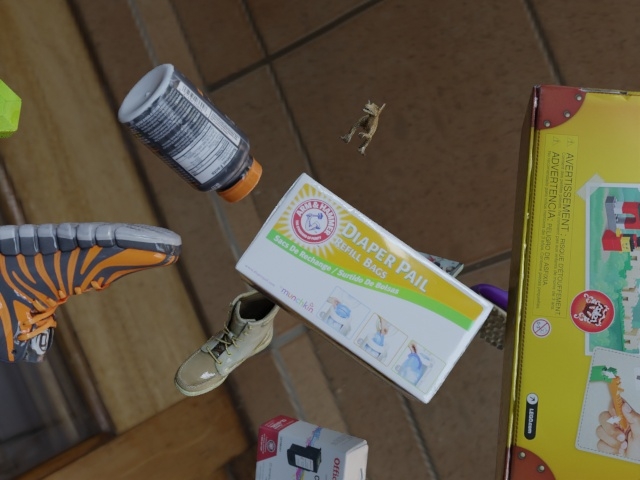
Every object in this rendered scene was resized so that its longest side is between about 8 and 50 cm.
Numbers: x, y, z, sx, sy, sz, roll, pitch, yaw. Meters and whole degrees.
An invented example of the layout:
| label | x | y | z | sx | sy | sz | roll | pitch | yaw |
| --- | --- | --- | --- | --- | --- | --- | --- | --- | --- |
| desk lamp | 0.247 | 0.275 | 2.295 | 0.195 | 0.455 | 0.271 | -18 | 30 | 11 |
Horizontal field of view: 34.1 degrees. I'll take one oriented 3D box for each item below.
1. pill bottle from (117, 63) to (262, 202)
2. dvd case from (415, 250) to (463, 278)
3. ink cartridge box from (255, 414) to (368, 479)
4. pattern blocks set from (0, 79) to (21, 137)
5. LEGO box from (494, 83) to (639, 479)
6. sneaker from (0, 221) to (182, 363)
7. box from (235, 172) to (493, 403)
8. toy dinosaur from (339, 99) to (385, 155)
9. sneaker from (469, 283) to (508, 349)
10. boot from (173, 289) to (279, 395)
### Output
| label | x | y | z | sx | sy | sz | roll | pitch | yaw |
| --- | --- | --- | --- | --- | --- | --- | --- | --- | --- |
| pill bottle | -0.208 | -0.169 | 1.745 | 0.130 | 0.130 | 0.246 | -26 | 126 | 32 |
| dvd case | 0.182 | 0.047 | 1.843 | 0.119 | 0.087 | 0.013 | 17 | 118 | 23 |
| ink cartridge box | -0.017 | 0.382 | 1.759 | 0.175 | 0.072 | 0.127 | 11 | 102 | 30 |
| pattern blocks set | -0.458 | -0.184 | 1.120 | 0.026 | 0.285 | 0.325 | -35 | 39 | 38 |
| LEGO box | 0.418 | 0.083 | 1.266 | 0.372 | 0.193 | 0.500 | 6 | 79 | 7 |
| sneaker | -0.333 | 0.067 | 1.359 | 0.321 | 0.124 | 0.180 | -2 | 91 | 12 |
| box | 0.034 | 0.045 | 0.933 | 0.203 | 0.114 | 0.103 | 35 | 83 | 3 |
| toy dinosaur | 0.080 | -0.195 | 1.765 | 0.053 | 0.183 | 0.092 | 37 | 96 | -2 |
| sneaker | 0.357 | 0.116 | 1.650 | 0.293 | 0.146 | 0.102 | 30 | 158 | -18 |
| boot | -0.159 | 0.171 | 1.811 | 0.077 | 0.213 | 0.165 | 48 | 150 | 16 |
